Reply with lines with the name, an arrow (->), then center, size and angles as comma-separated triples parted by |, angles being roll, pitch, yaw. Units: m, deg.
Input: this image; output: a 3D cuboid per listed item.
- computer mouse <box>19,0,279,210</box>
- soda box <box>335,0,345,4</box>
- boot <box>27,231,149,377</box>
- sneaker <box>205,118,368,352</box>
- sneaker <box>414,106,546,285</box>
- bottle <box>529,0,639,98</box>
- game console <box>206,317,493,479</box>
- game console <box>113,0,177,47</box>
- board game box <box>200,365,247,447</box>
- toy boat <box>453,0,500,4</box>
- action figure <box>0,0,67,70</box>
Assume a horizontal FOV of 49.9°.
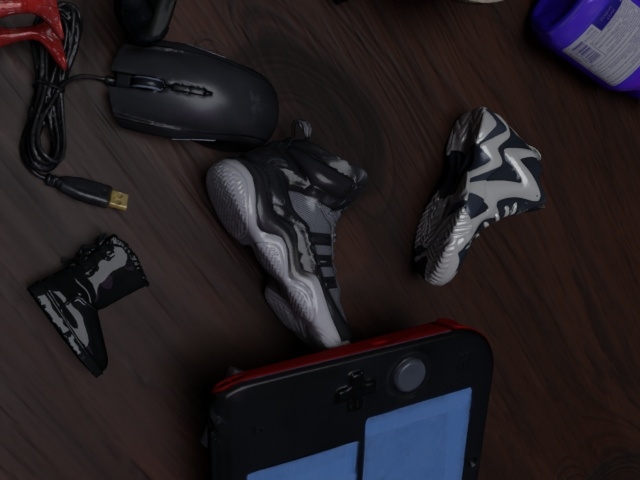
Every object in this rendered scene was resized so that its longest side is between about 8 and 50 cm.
computer mouse -> -0.157, -0.114, 0.681 | 0.262, 0.060, 0.184 | 13, 87, -30
soda box -> 0.074, -0.345, 0.792 | 0.169, 0.060, 0.053 | -46, 114, -19
boot -> -0.214, 0.061, 0.676 | 0.099, 0.045, 0.121 | -37, 110, -25
sneaker -> 0.000, 0.000, 0.758 | 0.153, 0.101, 0.268 | -38, 112, -22
sneaker -> 0.221, -0.037, 0.886 | 0.153, 0.094, 0.234 | 22, 73, -21
bottle -> 0.427, -0.275, 0.974 | 0.283, 0.092, 0.118 | 21, 122, -30
game console -> 0.040, 0.287, 0.783 | 0.342, 0.060, 0.386 | -11, 115, -30
game console -> -0.120, -0.355, 0.603 | 0.044, 0.213, 0.361 | 14, 85, 8
board game box -> -0.078, 0.198, 0.779 | 0.090, 0.020, 0.090 | 25, 82, -30
toy boat -> 0.156, -0.409, 0.714 | 0.318, 0.148, 0.267 | 40, 71, -28
action figure -> -0.339, -0.112, 0.535 | 0.280, 0.091, 0.139 | -13, 80, -20
